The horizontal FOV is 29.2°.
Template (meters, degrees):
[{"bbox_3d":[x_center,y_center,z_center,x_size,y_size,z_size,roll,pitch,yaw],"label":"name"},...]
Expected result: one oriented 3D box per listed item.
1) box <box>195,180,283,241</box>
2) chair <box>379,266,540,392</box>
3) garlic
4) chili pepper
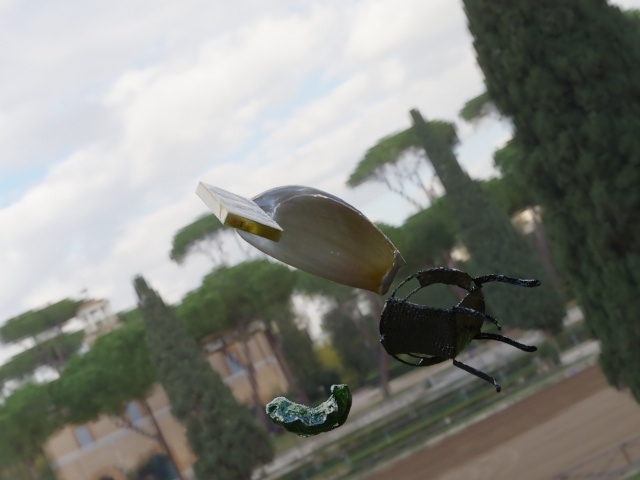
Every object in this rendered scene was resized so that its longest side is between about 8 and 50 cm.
[{"bbox_3d":[-0.115,-0.041,1.708,0.089,0.022,0.156,18,10,-23],"label":"box"},{"bbox_3d":[0.210,0.129,1.881,0.213,0.174,0.149,11,30,25],"label":"chair"},{"bbox_3d":[0.002,-0.009,2.162,0.112,0.318,0.143,32,-99,-79],"label":"garlic"},{"bbox_3d":[-0.011,0.266,1.898,0.182,0.073,0.050,-22,2,43],"label":"chili pepper"}]
